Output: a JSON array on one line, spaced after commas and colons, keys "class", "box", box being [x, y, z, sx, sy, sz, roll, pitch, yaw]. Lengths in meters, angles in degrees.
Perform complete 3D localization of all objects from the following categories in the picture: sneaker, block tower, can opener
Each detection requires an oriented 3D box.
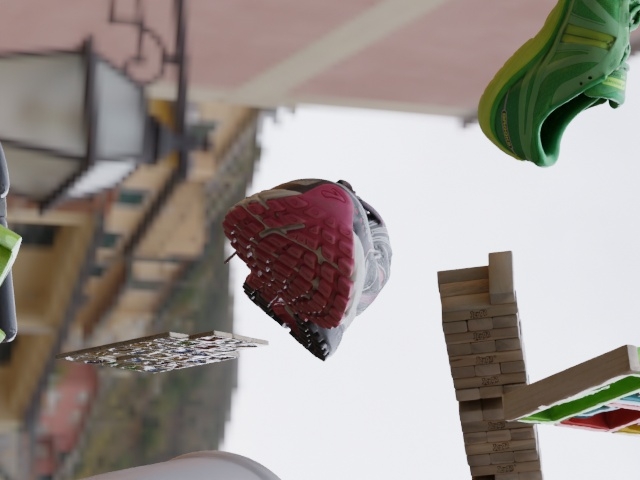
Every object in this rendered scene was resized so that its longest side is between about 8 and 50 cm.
[{"class": "sneaker", "box": [0.285, -0.199, 2.037, 0.123, 0.109, 0.295, 46, -66, 29]}, {"class": "block tower", "box": [0.207, 0.176, 2.378, 0.091, 0.097, 0.335, -88, 169, -57]}, {"class": "can opener", "box": [-0.432, -0.013, 2.534, 0.095, 0.076, 0.283, 132, -48, -67]}, {"class": "sneaker", "box": [0.000, 0.000, 1.537, 0.112, 0.121, 0.299, -49, 174, -10]}]

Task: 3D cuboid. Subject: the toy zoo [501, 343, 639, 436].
[{"class": "toy zoo", "box": [0.365, 0.167, 2.108, 0.192, 0.293, 0.030, -28, -121, 47]}]

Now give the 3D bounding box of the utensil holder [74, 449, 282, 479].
[{"class": "utensil holder", "box": [-0.228, 0.459, 2.678, 0.327, 0.385, 0.327, -1, -92, 25]}]

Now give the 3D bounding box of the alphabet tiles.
[{"class": "alphabet tiles", "box": [-0.196, 0.147, 2.621, 0.237, 0.198, 0.009, -12, -106, 34]}]

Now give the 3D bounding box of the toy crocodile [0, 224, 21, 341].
[{"class": "toy crocodile", "box": [-0.393, 0.117, 1.818, 0.340, 0.115, 0.105, -49, -174, -25]}]
